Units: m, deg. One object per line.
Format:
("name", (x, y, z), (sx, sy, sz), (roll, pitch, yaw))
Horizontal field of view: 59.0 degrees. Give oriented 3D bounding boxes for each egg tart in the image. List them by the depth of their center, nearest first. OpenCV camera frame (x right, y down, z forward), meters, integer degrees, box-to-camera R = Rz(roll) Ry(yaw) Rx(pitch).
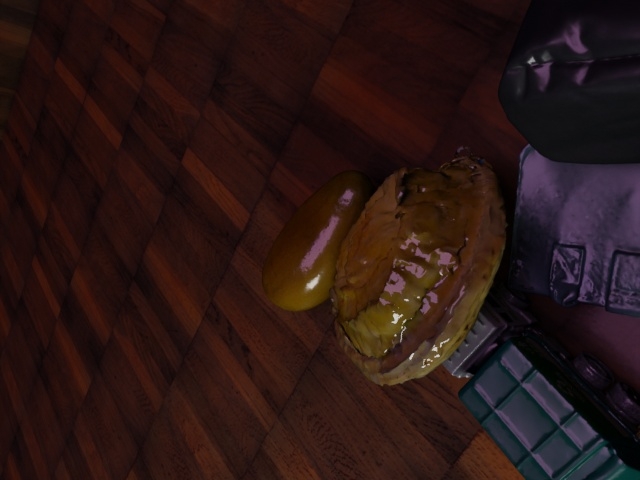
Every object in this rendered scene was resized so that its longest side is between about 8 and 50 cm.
("egg tart", (0.085, 0.009, 0.606), (0.291, 0.107, 0.291), (-55, 18, 27))

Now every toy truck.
("toy truck", (0.209, 0.149, 0.548), (0.253, 0.124, 0.114), (50, 116, 33))

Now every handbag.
("handbag", (0.312, -0.195, 0.412), (0.275, 0.178, 0.302), (12, 71, 47))
("handbag", (0.296, -0.005, 0.521), (0.229, 0.062, 0.179), (8, 95, 43))

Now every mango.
("mango", (0.000, 0.000, 0.761), (0.228, 0.099, 0.136), (-57, 22, 26))
